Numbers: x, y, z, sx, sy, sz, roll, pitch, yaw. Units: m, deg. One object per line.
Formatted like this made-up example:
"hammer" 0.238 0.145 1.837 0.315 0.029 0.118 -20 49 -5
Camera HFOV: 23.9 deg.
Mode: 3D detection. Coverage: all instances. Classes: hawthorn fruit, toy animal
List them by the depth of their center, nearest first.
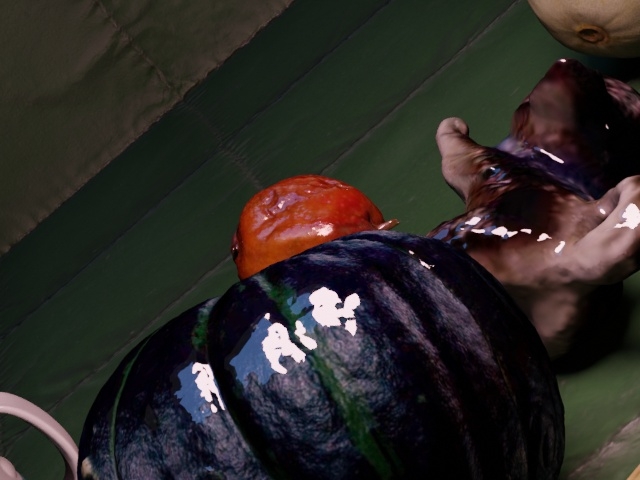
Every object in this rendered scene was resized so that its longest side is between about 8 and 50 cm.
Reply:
"toy animal" 0.214 -0.039 1.329 0.302 0.194 0.344 -31 23 43
"hawthorn fruit" -0.012 0.005 1.690 0.173 0.173 0.179 -46 20 -15

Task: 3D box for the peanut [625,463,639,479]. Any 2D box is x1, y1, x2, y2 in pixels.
"peanut" 0.204 0.193 0.947 0.274 0.111 0.125 -33 16 21

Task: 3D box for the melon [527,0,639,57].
"melon" 0.341 -0.341 1.627 0.308 0.272 0.272 -35 15 -26

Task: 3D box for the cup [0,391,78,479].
"cup" -0.394 0.296 1.637 0.289 0.257 0.219 -41 24 -1

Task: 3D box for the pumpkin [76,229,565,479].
"pumpkin" 0.003 0.152 1.105 0.363 0.266 0.363 -30 -10 -6
